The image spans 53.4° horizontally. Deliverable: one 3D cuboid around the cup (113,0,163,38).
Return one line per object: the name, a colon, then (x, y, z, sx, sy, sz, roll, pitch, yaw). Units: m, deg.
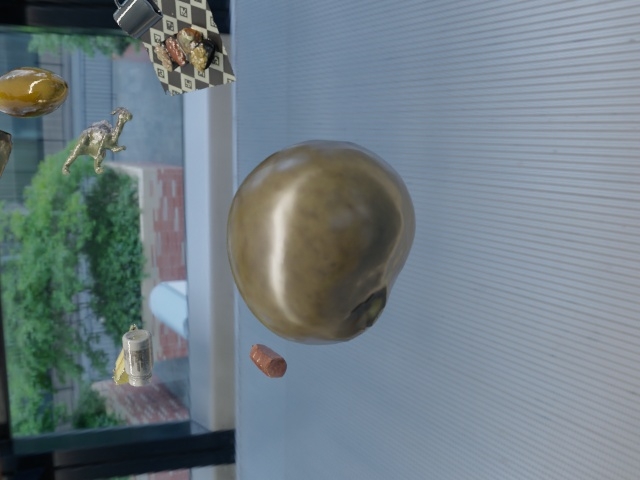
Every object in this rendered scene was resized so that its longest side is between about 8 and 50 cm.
cup: (-0.397, -0.488, 1.349, 0.077, 0.100, 0.078, -38, 35, 13)

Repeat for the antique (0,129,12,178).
antique: (-0.758, -0.194, 1.232, 0.150, 0.284, 0.125, 20, 92, 11)

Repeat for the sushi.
sushi: (-0.377, -0.502, 1.650, 0.290, 0.050, 0.264, 2, 123, 37)

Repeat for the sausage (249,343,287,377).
sausage: (-0.149, 0.326, 1.735, 0.169, 0.065, 0.065, -167, 76, -65)

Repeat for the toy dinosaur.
toy dinosaur: (-0.663, -0.290, 1.902, 0.294, 0.077, 0.162, -17, 60, 20)

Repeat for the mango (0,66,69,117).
mango: (-0.642, -0.336, 1.433, 0.253, 0.138, 0.113, 5, 108, 40)

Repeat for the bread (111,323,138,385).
bread: (-0.659, 0.419, 2.244, 0.178, 0.142, 0.266, -51, 14, -6)

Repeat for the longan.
longan: (0.000, 0.000, 0.993, 0.319, 0.319, 0.319, 10, 102, 57)

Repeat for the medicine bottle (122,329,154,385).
medicine bottle: (-0.495, 0.321, 1.737, 0.079, 0.079, 0.140, 26, 121, 54)
